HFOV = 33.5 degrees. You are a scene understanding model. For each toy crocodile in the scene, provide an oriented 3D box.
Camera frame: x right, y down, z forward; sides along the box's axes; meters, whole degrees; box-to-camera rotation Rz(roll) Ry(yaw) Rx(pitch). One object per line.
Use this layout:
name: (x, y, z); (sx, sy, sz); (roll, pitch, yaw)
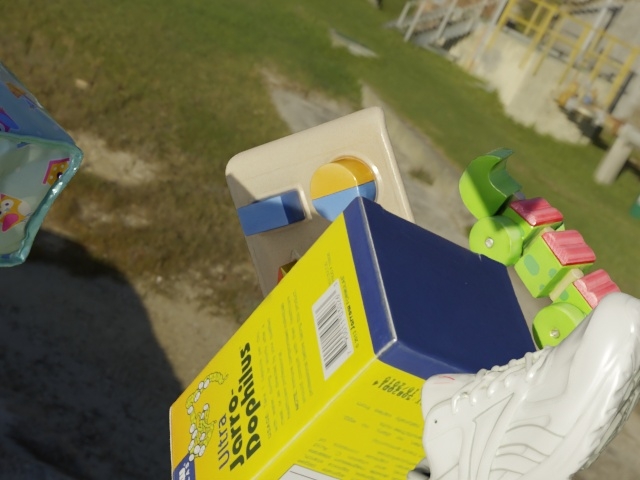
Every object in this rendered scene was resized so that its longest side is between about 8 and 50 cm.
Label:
toy crocodile: (0.283, 0.036, 1.262); (0.115, 0.105, 0.341); (-11, 57, -40)

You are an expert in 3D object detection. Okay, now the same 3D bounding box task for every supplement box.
supplement box: (0.022, 0.166, 1.059); (0.194, 0.356, 0.195); (24, 34, -28)

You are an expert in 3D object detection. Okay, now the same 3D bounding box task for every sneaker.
sneaker: (0.118, 0.112, 0.670); (0.115, 0.232, 0.090); (39, 33, 19)

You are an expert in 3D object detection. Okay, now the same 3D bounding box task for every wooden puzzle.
wooden puzzle: (0.000, 0.000, 1.642); (0.322, 0.348, 0.080); (-15, 0, 38)

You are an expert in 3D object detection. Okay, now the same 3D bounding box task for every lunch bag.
lunch bag: (-0.371, -0.096, 0.880); (0.223, 0.160, 0.262); (44, 22, 29)
